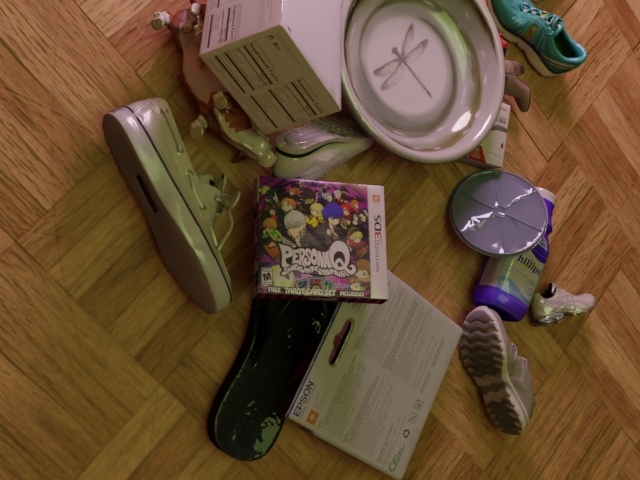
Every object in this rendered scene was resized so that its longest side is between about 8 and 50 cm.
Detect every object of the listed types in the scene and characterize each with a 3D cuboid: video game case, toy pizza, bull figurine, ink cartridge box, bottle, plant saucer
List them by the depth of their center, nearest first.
[{"bbox_3d":[-0.173,-0.253,1.410,0.101,0.188,0.310,-23,94,11],"label":"bull figurine"},{"bbox_3d":[0.000,0.000,1.460,0.232,0.042,0.210,4,71,-15],"label":"video game case"},{"bbox_3d":[0.095,0.234,1.575,0.330,0.071,0.324,37,71,-34],"label":"ink cartridge box"},{"bbox_3d":[0.175,-0.338,1.635,0.400,0.100,0.400,3,84,-30],"label":"plant saucer"},{"bbox_3d":[0.361,-0.053,1.738,0.201,0.032,0.201,1,65,-1],"label":"toy pizza"},{"bbox_3d":[0.330,-0.223,1.756,0.099,0.056,0.135,12,84,-29],"label":"ink cartridge box"},{"bbox_3d":[0.416,0.025,1.781,0.118,0.092,0.283,32,73,-23],"label":"bottle"}]

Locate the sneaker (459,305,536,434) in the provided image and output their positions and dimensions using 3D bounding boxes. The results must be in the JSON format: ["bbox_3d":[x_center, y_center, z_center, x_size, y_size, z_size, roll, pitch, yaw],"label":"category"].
[{"bbox_3d":[0.372,0.256,1.764,0.115,0.105,0.281,-34,112,-43],"label":"sneaker"}]

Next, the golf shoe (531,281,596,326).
[{"bbox_3d":[0.533,0.129,1.866,0.176,0.069,0.086,-14,90,-31],"label":"golf shoe"}]

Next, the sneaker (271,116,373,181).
[{"bbox_3d":[0.003,-0.161,1.556,0.235,0.090,0.095,-17,128,-38],"label":"sneaker"}]

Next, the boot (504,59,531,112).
[{"bbox_3d":[0.394,-0.319,1.783,0.087,0.042,0.118,-19,106,-31],"label":"boot"}]

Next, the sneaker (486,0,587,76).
[{"bbox_3d":[0.461,-0.461,1.808,0.275,0.110,0.107,36,72,-24],"label":"sneaker"}]

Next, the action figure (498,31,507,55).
[{"bbox_3d":[0.376,-0.382,1.802,0.038,0.030,0.115,1,95,-35],"label":"action figure"}]

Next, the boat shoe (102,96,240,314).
[{"bbox_3d":[-0.208,-0.068,1.404,0.156,0.136,0.367,-30,94,-31],"label":"boat shoe"}]

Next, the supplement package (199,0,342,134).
[{"bbox_3d":[-0.070,-0.345,1.376,0.204,0.145,0.262,48,36,-48],"label":"supplement package"}]

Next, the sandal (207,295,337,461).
[{"bbox_3d":[-0.054,0.171,1.492,0.167,0.107,0.446,25,77,-28],"label":"sandal"}]
